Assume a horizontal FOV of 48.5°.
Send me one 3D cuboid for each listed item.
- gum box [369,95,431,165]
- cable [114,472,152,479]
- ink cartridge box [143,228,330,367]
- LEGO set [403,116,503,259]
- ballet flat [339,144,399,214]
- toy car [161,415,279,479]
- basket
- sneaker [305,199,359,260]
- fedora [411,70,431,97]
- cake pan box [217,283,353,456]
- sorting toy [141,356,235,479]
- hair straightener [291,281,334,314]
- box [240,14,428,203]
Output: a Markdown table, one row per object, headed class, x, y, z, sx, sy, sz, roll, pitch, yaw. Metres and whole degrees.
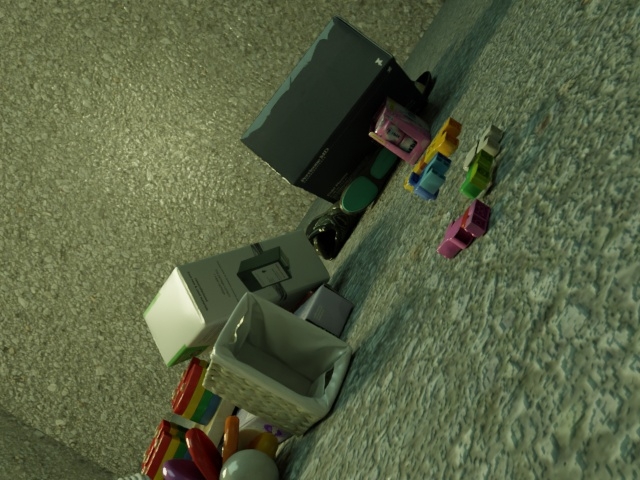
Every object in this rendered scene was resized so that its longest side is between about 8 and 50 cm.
| class | x | y | z | sx | sy | sz | roll | pitch | yaw |
| --- | --- | --- | --- | --- | --- | --- | --- | --- | --- |
| gum box | 0.161 | -0.225 | 1.443 | 0.062 | 0.107 | 0.188 | -55 | 6 | 21 |
| cable | -0.269 | 0.460 | 0.993 | 0.257 | 0.089 | 0.257 | 112 | 154 | -44 |
| ink cartridge box | -0.157 | 0.107 | 1.344 | 0.289 | 0.121 | 0.211 | -18 | -19 | -39 |
| LEGO set | 0.146 | -0.069 | 0.846 | 0.093 | 0.087 | 0.227 | -52 | 7 | 39 |
| ballet flat | 0.108 | -0.133 | 1.604 | 0.203 | 0.074 | 0.074 | -53 | 4 | -16 |
| toy car | -0.141 | 0.318 | 0.942 | 0.182 | 0.136 | 0.159 | -58 | 6 | -3 |
| basket | -0.061 | 0.168 | 0.943 | 0.103 | 0.167 | 0.113 | -58 | 3 | 47 |
| sneaker | 0.000 | 0.000 | 1.702 | 0.130 | 0.087 | 0.227 | -54 | 8 | -32 |
| fedora | 0.153 | -0.339 | 1.897 | 0.334 | 0.153 | 0.334 | -57 | 5 | 8 |
| cake pan box | -0.063 | 0.222 | 1.154 | 0.267 | 0.070 | 0.245 | -50 | 12 | 53 |
| sorting toy | -0.231 | 0.321 | 1.248 | 0.255 | 0.089 | 0.257 | -66 | 9 | -10 |
| hair straightener | -0.025 | 0.154 | 1.392 | 0.089 | 0.047 | 0.230 | -31 | -19 | -41 |
| box | 0.043 | -0.276 | 1.626 | 0.343 | 0.179 | 0.312 | -51 | -21 | 8 |
